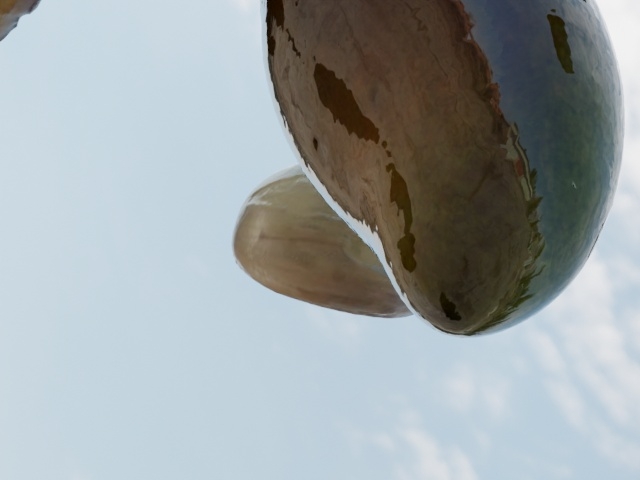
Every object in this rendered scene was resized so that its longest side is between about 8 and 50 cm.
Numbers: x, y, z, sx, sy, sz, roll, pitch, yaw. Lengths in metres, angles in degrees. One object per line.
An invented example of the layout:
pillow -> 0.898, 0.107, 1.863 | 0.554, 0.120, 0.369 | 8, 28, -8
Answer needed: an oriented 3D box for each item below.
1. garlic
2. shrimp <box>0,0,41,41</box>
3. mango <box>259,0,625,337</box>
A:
garlic -> 0.003, -0.009, 1.304 | 0.207, 0.128, 0.115 | 14, -71, 26
shrimp -> -0.260, -0.163, 0.909 | 0.068, 0.249, 0.150 | 45, -47, 48
mango -> 0.040, -0.066, 0.600 | 0.133, 0.111, 0.267 | -42, -140, 24
